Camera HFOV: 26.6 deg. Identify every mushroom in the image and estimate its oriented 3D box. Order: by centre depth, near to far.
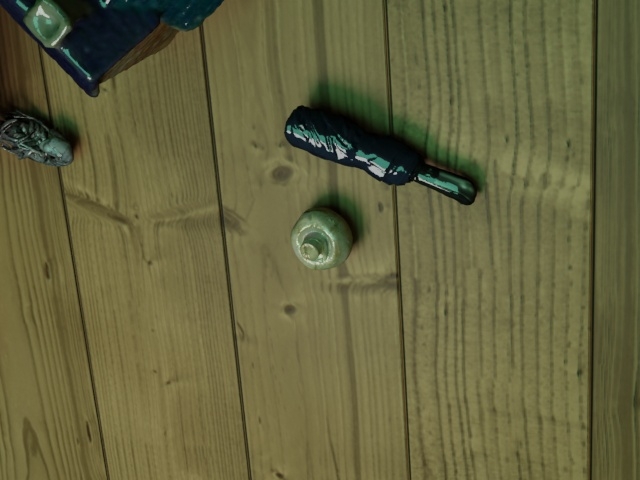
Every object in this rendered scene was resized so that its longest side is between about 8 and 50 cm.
[{"bbox_3d":[0.000,0.000,1.733,0.083,0.067,0.083,13,125,18],"label":"mushroom"}]

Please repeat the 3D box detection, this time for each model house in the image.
[{"bbox_3d":[-0.229,-0.332,1.554,0.245,0.280,0.312,49,123,-3],"label":"model house"}]

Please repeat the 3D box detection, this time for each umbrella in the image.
[{"bbox_3d":[0.076,-0.107,1.654,0.248,0.071,0.071,19,120,11],"label":"umbrella"}]

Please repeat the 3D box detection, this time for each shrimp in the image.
[{"bbox_3d":[-0.408,-0.145,1.862,0.165,0.056,0.065,25,156,10],"label":"shrimp"}]
